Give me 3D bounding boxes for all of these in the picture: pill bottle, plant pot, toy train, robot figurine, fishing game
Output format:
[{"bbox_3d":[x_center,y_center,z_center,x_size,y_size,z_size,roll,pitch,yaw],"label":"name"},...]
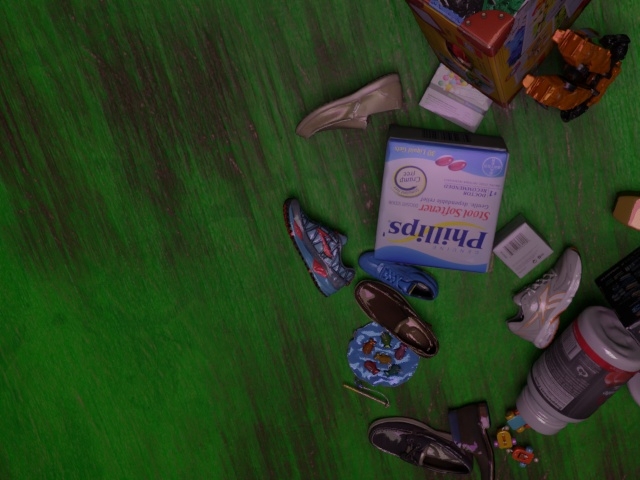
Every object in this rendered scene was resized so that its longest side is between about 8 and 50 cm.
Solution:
[{"bbox_3d":[0.601,0.316,1.742,0.176,0.176,0.319,28,127,-3],"label":"pill bottle"},{"bbox_3d":[0.709,-0.071,1.679,0.083,0.081,0.082,17,109,14],"label":"plant pot"},{"bbox_3d":[0.514,0.497,1.903,0.125,0.046,0.166,14,112,1],"label":"toy train"},{"bbox_3d":[0.531,-0.346,1.523,0.085,0.291,0.211,44,118,24],"label":"robot figurine"},{"bbox_3d":[0.160,0.292,1.878,0.189,0.041,0.264,28,106,-2],"label":"fishing game"}]

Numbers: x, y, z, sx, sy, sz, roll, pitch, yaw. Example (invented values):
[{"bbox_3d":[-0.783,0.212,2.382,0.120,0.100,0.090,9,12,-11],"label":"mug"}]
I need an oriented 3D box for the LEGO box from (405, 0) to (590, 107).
[{"bbox_3d":[0.362,-0.481,1.327,0.193,0.500,0.372,40,101,13],"label":"LEGO box"}]

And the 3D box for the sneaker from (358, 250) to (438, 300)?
[{"bbox_3d":[0.189,0.086,1.788,0.209,0.082,0.069,24,111,0],"label":"sneaker"}]

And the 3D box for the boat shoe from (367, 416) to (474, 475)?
[{"bbox_3d":[0.262,0.539,1.918,0.285,0.092,0.103,16,109,1],"label":"boat shoe"}]

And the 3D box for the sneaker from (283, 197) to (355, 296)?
[{"bbox_3d":[0.000,0.000,1.788,0.125,0.104,0.262,-28,108,-3],"label":"sneaker"}]

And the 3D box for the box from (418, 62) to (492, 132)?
[{"bbox_3d":[0.326,-0.355,1.651,0.145,0.038,0.186,27,108,-3],"label":"box"}]

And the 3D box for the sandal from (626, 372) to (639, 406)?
[{"bbox_3d":[0.937,0.415,1.790,0.416,0.169,0.102,18,151,7],"label":"sandal"}]

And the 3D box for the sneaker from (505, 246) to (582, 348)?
[{"bbox_3d":[0.527,0.128,1.756,0.121,0.099,0.263,21,108,4],"label":"sneaker"}]

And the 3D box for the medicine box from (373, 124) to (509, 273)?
[{"bbox_3d":[0.267,-0.096,1.677,0.263,0.149,0.289,7,112,5],"label":"medicine box"}]

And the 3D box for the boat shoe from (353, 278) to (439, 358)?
[{"bbox_3d":[0.191,0.188,1.797,0.257,0.095,0.095,38,91,-4],"label":"boat shoe"}]

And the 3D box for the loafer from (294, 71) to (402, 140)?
[{"bbox_3d":[0.068,-0.286,1.670,0.268,0.102,0.092,-25,97,13],"label":"loafer"}]

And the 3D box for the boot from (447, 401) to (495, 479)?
[{"bbox_3d":[0.386,0.526,1.883,0.106,0.082,0.219,-7,74,14],"label":"boot"}]

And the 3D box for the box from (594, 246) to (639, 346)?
[{"bbox_3d":[0.763,0.071,1.603,0.295,0.293,0.073,-41,100,16],"label":"box"}]

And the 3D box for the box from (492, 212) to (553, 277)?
[{"bbox_3d":[0.467,0.012,1.727,0.102,0.087,0.101,44,107,-9],"label":"box"}]
